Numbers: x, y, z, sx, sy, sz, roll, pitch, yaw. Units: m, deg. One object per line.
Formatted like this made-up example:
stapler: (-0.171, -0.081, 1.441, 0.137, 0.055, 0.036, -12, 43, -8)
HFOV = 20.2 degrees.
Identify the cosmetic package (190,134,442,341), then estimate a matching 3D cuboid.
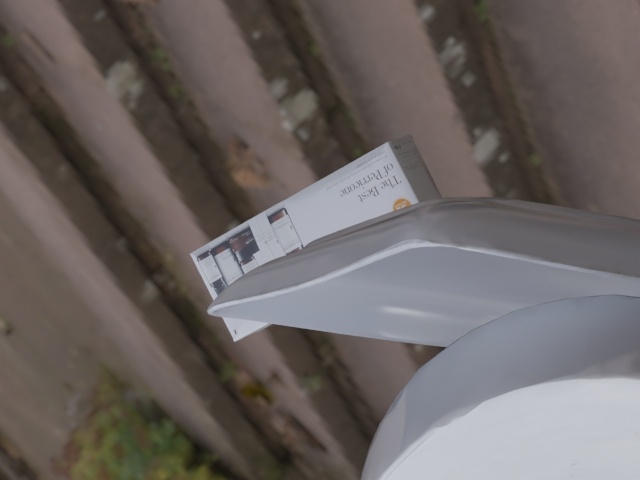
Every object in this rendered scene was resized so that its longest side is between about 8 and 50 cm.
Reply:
cosmetic package: (0.000, 0.000, 1.672, 0.099, 0.239, 0.060, 62, -153, 2)

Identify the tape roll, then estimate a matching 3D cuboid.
tape roll: (0.151, 0.175, 0.923, 0.286, 0.286, 0.100, 49, -159, -12)

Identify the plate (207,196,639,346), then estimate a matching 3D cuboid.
plate: (0.113, 0.024, 1.011, 0.277, 0.045, 0.278, 9, 167, -24)
